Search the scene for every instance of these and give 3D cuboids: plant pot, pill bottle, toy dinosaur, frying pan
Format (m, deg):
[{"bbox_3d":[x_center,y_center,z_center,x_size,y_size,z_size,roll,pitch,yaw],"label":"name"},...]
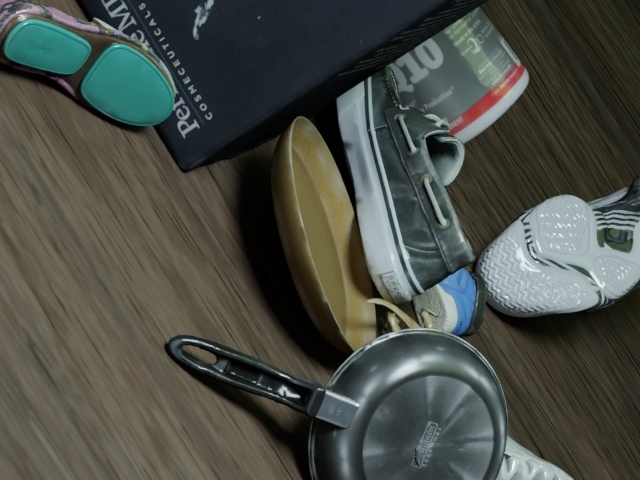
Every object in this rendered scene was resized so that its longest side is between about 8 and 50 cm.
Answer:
[{"bbox_3d":[0.000,0.000,1.828,0.236,0.032,0.236,-15,90,-77],"label":"plant pot"},{"bbox_3d":[0.091,-0.246,2.179,0.283,0.161,0.161,51,27,-12],"label":"pill bottle"},{"bbox_3d":[0.097,0.099,1.900,0.183,0.053,0.092,61,4,-29],"label":"toy dinosaur"},{"bbox_3d":[0.044,0.132,1.671,0.326,0.197,0.053,48,-12,-24],"label":"frying pan"}]

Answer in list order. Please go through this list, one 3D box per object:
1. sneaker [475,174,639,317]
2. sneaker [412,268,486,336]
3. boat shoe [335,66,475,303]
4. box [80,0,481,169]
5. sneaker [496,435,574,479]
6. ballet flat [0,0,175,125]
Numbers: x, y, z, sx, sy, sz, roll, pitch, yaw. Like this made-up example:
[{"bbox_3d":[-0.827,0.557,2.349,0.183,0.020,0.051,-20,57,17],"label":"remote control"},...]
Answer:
[{"bbox_3d":[0.311,0.024,2.308,0.366,0.210,0.137,-22,78,-29],"label":"sneaker"},{"bbox_3d":[0.130,0.032,2.055,0.084,0.058,0.152,9,58,-50],"label":"sneaker"},{"bbox_3d":[0.094,-0.074,2.004,0.121,0.119,0.335,63,13,-49],"label":"boat shoe"},{"bbox_3d":[-0.017,-0.400,1.803,0.480,0.472,0.297,58,27,1],"label":"box"},{"bbox_3d":[0.151,0.210,1.862,0.292,0.110,0.118,29,29,-46],"label":"sneaker"},{"bbox_3d":[-0.212,-0.166,1.676,0.221,0.077,0.079,22,24,-50],"label":"ballet flat"}]
